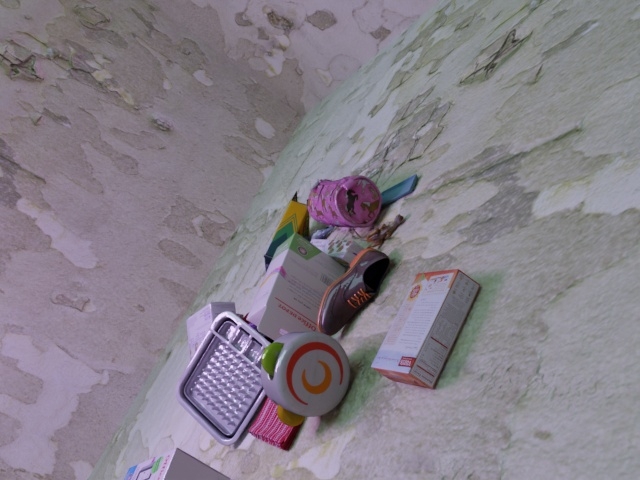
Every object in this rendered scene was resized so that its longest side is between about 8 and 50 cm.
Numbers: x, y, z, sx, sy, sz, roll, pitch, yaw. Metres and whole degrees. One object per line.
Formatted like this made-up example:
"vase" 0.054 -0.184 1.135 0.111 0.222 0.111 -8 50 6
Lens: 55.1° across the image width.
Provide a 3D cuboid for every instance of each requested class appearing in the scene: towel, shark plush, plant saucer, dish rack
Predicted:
"towel" -0.101 0.449 1.648 0.199 0.031 0.274 -61 17 -21
"shark plush" 0.000 0.000 2.243 0.161 0.073 0.067 -33 49 20
"plant saucer" 0.233 -0.146 1.883 0.192 0.018 0.067 -25 34 58
"dish rack" -0.270 0.415 1.870 0.333 0.285 0.072 -58 -28 3

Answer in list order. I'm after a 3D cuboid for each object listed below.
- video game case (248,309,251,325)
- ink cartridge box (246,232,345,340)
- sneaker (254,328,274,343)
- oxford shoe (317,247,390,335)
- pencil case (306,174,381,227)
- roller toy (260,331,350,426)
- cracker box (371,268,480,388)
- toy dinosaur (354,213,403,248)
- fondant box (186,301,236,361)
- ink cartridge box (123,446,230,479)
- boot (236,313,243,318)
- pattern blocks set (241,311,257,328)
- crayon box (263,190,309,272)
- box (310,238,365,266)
"video game case" -0.256 0.307 2.374 0.173 0.022 0.190 -58 16 -7
"ink cartridge box" -0.076 0.180 1.780 0.119 0.207 0.354 -36 25 45
"sneaker" -0.216 0.358 2.011 0.295 0.104 0.147 -44 15 23
"oxford shoe" 0.086 0.138 1.616 0.271 0.096 0.098 -57 22 -6
"pencil case" 0.071 -0.127 2.018 0.386 0.167 0.160 -168 96 -73
"roller toy" -0.038 0.314 1.453 0.191 0.210 0.146 -24 3 -26
"cracker box" 0.210 0.175 1.238 0.232 0.067 0.155 -60 16 -17
"toy dinosaur" 0.161 -0.010 1.779 0.211 0.064 0.112 -25 15 44
"fondant box" -0.357 0.396 2.073 0.238 0.096 0.331 -33 60 53
"ink cartridge box" -0.419 0.724 1.671 0.270 0.197 0.198 -33 26 37
"boot" -0.355 0.351 2.553 0.114 0.037 0.106 -56 18 -18
"pattern blocks set" -0.127 0.184 2.056 0.324 0.026 0.285 -40 12 -23
"crayon box" -0.112 -0.004 2.308 0.202 0.081 0.319 90 -161 -55
"box" 0.041 0.039 1.950 0.063 0.067 0.324 -58 21 -12
